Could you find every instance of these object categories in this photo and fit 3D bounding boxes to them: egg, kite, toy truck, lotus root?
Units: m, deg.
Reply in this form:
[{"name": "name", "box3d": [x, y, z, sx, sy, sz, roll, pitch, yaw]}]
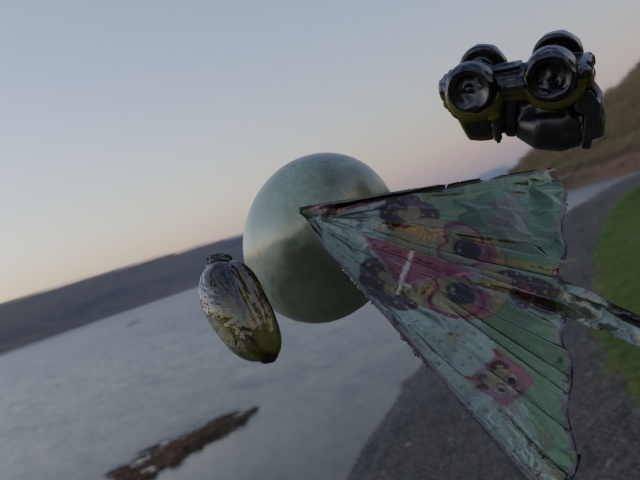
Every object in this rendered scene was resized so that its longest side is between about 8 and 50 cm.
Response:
[{"name": "egg", "box3d": [0.000, 0.000, 1.339, 0.259, 0.258, 0.352, -19, -27, -23]}, {"name": "kite", "box3d": [0.111, 0.027, 0.518, 0.268, 0.013, 0.322, 18, 39, 0]}, {"name": "toy truck", "box3d": [0.292, -0.202, 1.184, 0.225, 0.165, 0.147, -5, 25, 23]}, {"name": "lotus root", "box3d": [-0.116, 0.097, 1.140, 0.089, 0.179, 0.080, -9, -28, -44]}]
